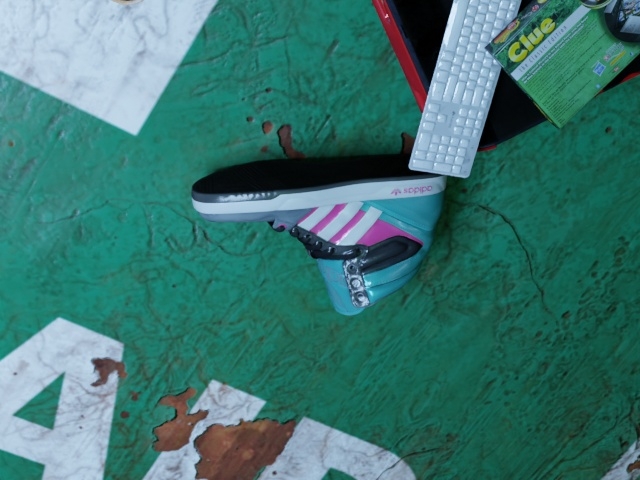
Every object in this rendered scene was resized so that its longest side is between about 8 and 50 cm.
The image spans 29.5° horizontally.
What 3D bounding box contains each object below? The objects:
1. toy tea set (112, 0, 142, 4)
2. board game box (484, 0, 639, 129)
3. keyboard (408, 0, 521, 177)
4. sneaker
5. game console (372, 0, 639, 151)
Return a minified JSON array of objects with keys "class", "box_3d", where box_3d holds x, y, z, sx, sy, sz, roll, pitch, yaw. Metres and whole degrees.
[{"class":"toy tea set","box_3d":[-0.278,-0.324,1.089,0.336,0.124,0.200,19,115,16]},{"class":"board game box","box_3d":[0.311,-0.252,1.304,0.259,0.030,0.136,-44,125,8]},{"class":"keyboard","box_3d":[0.160,-0.188,1.317,0.072,0.014,0.256,5,117,-17]},{"class":"sneaker","box_3d":[0.000,0.000,1.417,0.295,0.124,0.178,-4,112,-9]},{"class":"game console","box_3d":[0.221,-0.306,1.308,0.342,0.060,0.386,-28,123,1]}]
